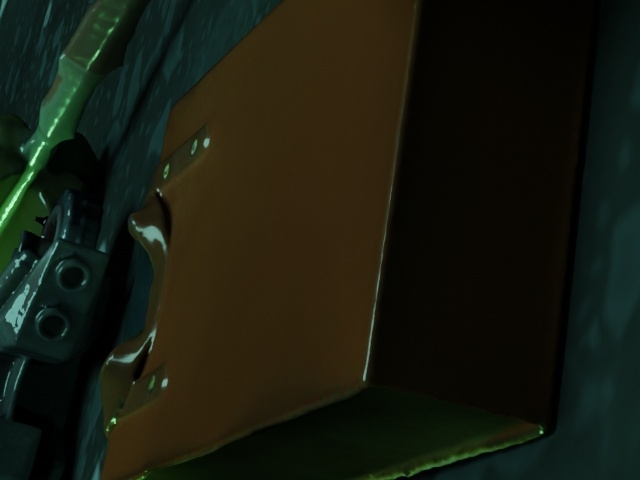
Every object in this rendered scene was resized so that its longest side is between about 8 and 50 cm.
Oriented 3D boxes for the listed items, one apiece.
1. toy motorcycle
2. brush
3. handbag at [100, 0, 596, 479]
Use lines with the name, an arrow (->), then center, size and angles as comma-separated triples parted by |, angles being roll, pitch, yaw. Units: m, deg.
toy motorcycle -> -0.151, 0.082, 0.850 | 0.215, 0.080, 0.122 | -65, 19, 17
brush -> -0.135, -0.054, 0.924 | 0.301, 0.084, 0.071 | -51, 28, 42
handbag -> 0.000, 0.000, 0.479 | 0.190, 0.063, 0.127 | -31, 47, 61
